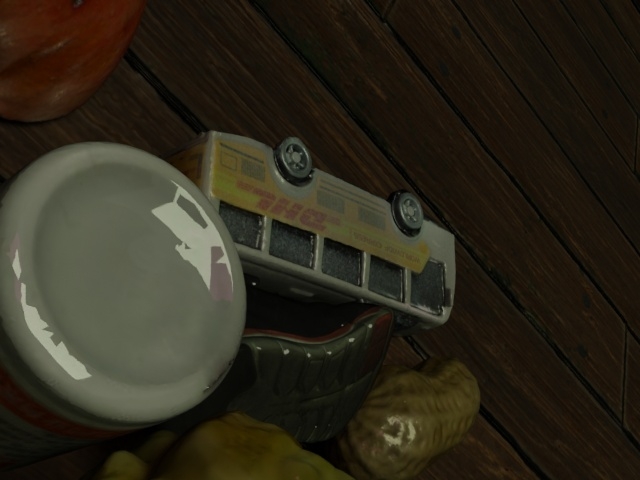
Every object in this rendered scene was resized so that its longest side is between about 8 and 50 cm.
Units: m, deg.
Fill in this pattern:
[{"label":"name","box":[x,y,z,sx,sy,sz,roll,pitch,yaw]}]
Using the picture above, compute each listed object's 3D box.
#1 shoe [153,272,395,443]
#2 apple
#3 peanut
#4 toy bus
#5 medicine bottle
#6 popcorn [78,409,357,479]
[{"label":"shoe","box":[-0.050,0.092,0.685,0.291,0.137,0.114,2,112,-53]},{"label":"apple","box":[-0.234,-0.247,0.609,0.293,0.163,0.251,23,54,-39]},{"label":"peanut","box":[0.088,0.170,0.824,0.226,0.095,0.108,-11,84,-52]},{"label":"toy bus","box":[0.000,0.000,0.806,0.342,0.097,0.138,23,58,-41]},{"label":"medicine bottle","box":[-0.169,0.053,0.464,0.144,0.252,0.144,21,58,-38]},{"label":"popcorn","box":[-0.035,0.231,0.408,0.286,0.215,0.252,59,33,-16]}]
